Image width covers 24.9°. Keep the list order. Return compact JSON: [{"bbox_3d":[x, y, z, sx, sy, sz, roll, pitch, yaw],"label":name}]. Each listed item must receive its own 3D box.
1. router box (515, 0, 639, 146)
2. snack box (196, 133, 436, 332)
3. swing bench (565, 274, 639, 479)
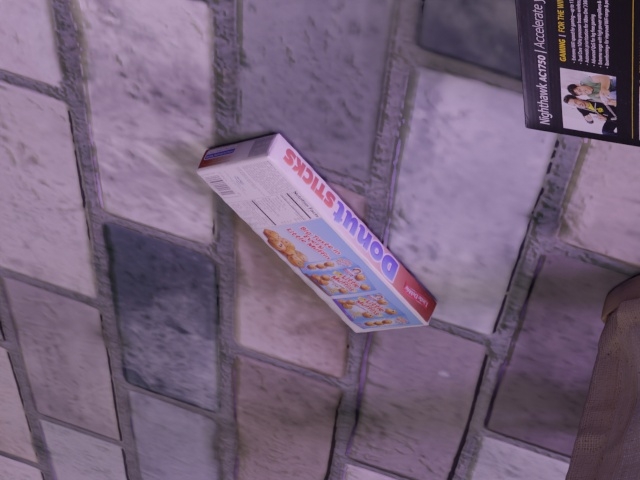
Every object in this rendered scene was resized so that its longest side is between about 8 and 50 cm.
[{"bbox_3d":[0.154,-0.111,0.640,0.133,0.046,0.179,11,147,19],"label":"router box"},{"bbox_3d":[0.000,0.000,0.929,0.064,0.022,0.178,-10,136,40],"label":"snack box"},{"bbox_3d":[0.211,0.176,0.844,0.165,0.253,0.255,11,147,19],"label":"swing bench"}]
